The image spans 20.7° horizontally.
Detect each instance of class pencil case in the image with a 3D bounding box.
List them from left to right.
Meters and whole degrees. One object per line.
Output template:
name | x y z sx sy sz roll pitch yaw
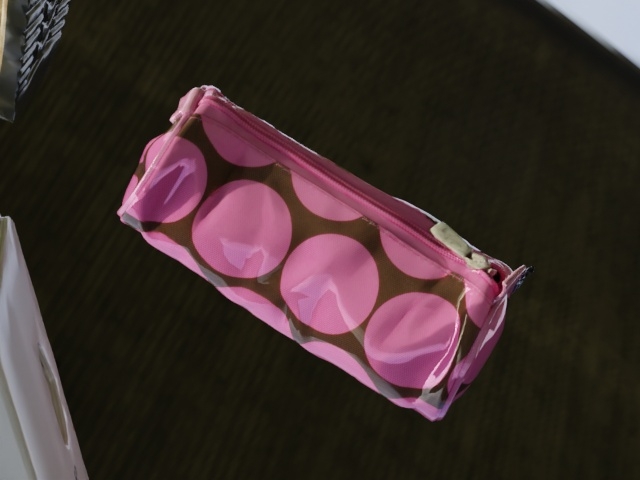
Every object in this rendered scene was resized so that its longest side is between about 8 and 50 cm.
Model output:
pencil case | 0.000 0.000 0.904 0.209 0.098 0.095 30 -131 6

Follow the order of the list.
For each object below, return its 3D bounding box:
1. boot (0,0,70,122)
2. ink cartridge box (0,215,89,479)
boot | -0.168 -0.150 0.700 0.137 0.197 0.077 11 -146 3
ink cartridge box | -0.260 0.116 0.819 0.278 0.201 0.117 -12 -147 -2
